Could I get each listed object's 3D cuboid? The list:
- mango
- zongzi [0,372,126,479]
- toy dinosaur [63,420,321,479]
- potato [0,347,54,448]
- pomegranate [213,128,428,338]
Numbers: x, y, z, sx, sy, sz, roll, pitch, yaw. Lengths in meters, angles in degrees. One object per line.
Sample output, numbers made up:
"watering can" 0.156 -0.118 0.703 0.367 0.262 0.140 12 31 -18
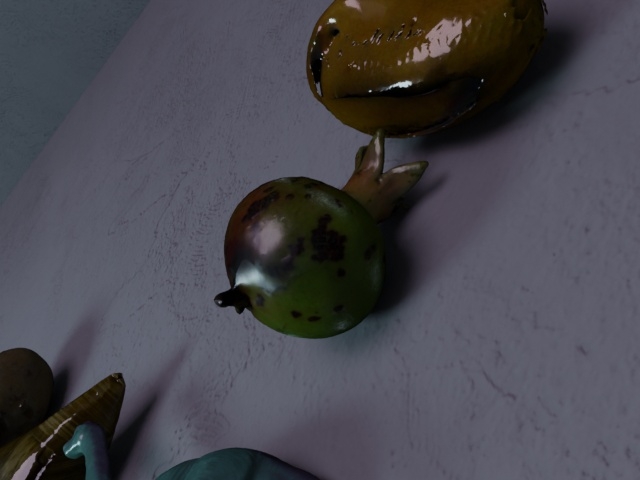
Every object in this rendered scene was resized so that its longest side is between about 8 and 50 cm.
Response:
"mango" 0.093 -0.181 0.679 0.151 0.156 0.248 -32 15 -37
"zongzi" -0.370 0.280 0.946 0.286 0.134 0.288 8 70 51
"toy dinosaur" -0.112 0.210 0.674 0.383 0.129 0.331 -30 28 9
"potato" -0.524 0.287 1.137 0.165 0.165 0.262 11 71 57
"pomegranate" 0.001 -0.013 0.666 0.220 0.156 0.156 -59 31 -8
